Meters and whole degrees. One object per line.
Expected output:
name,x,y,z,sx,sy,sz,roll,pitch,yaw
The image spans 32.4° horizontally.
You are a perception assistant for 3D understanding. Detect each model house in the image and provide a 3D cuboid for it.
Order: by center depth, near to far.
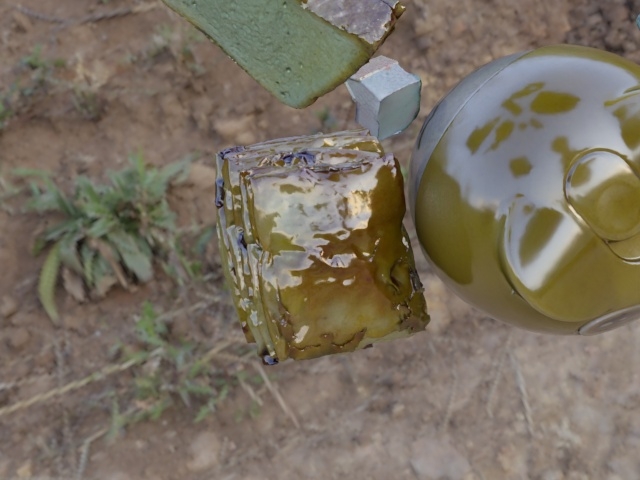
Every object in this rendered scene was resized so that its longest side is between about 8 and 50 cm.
model house,0.092,-0.227,1.709,0.087,0.101,0.100,-29,56,-23

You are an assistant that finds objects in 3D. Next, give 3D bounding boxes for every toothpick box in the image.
toothpick box,0.337,-0.064,1.534,0.408,0.409,0.425,-27,11,-4

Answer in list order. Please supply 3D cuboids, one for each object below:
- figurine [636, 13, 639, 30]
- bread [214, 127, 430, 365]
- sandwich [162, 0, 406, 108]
figurine,0.328,-0.219,0.930,0.274,0.394,0.227,-4,-46,-54
bread,0.000,0.000,1.543,0.277,0.325,0.167,-10,-5,-9
sandwich,-0.049,-0.225,0.993,0.065,0.214,0.186,-56,14,-27
